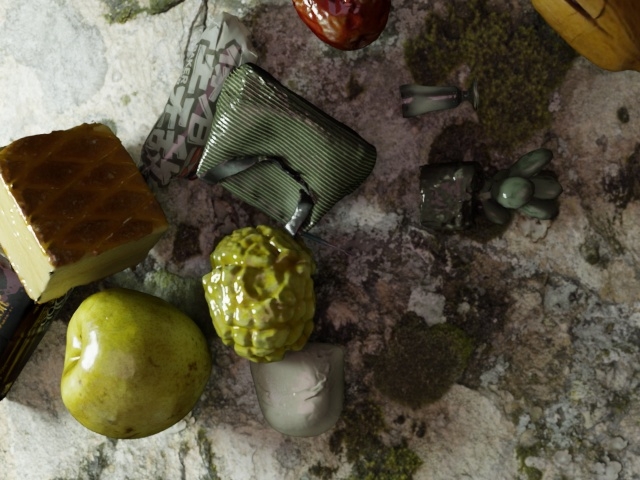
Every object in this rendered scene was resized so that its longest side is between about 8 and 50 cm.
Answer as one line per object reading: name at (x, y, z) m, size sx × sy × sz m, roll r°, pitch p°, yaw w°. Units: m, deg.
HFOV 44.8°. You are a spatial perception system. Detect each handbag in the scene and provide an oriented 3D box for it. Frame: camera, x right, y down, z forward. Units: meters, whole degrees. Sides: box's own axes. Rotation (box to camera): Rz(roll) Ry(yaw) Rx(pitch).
handbag at (-0.076, -0.171, 1.525) m, size 0.341 × 0.247 × 0.240 m, roll 32°, pitch 99°, yaw -7°

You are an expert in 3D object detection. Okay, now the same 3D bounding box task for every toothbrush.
toothbrush at (0.000, 0.000, 1.643) m, size 0.167 × 0.014 × 0.011 m, roll 23°, pitch 80°, yaw 8°

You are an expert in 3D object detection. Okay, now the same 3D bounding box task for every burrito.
burrito at (-0.266, -0.260, 1.628) m, size 0.139 × 0.101 × 0.445 m, roll 32°, pitch 97°, yaw 9°

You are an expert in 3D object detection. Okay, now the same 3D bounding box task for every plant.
plant at (0.329, -0.092, 1.521) m, size 0.275 × 0.149 × 0.146 m, roll -6°, pitch 108°, yaw 12°

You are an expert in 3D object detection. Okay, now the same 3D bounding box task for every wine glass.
wine glass at (0.238, -0.287, 1.559) m, size 0.156 × 0.072 × 0.072 m, roll -4°, pitch 93°, yaw 9°

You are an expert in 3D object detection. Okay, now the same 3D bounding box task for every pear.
pear at (-0.370, 0.247, 1.582) m, size 0.304 × 0.304 × 0.303 m, roll 1°, pitch 94°, yaw 9°

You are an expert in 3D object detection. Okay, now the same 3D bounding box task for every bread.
bread at (-0.498, -0.063, 1.562) m, size 0.279 × 0.279 × 0.207 m, roll 60°, pitch 143°, yaw 10°

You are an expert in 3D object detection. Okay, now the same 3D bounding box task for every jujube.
jujube at (0.027, -0.509, 1.524) m, size 0.197 × 0.197 × 0.290 m, roll -29°, pitch 74°, yaw 10°

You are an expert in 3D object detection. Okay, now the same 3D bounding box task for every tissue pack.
tissue pack at (-0.719, 0.170, 1.679) m, size 0.210 × 0.198 × 0.370 m, roll 36°, pitch 98°, yaw 8°

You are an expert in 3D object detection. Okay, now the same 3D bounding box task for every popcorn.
popcorn at (-0.114, 0.103, 1.536) m, size 0.224 × 0.270 × 0.257 m, roll -11°, pitch 114°, yaw -4°

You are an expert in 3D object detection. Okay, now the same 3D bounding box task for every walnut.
walnut at (0.527, -0.441, 1.443) m, size 0.209 × 0.209 × 0.336 m, roll -39°, pitch 100°, yaw 9°

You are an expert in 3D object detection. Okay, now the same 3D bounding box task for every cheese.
cheese at (-0.043, 0.309, 1.598) m, size 0.198 × 0.154 × 0.188 m, roll -7°, pitch 73°, yaw 13°

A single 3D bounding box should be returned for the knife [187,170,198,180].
knife at (-0.189, -0.208, 1.662) m, size 0.247 × 0.018 × 0.035 m, roll -38°, pitch 84°, yaw 7°
